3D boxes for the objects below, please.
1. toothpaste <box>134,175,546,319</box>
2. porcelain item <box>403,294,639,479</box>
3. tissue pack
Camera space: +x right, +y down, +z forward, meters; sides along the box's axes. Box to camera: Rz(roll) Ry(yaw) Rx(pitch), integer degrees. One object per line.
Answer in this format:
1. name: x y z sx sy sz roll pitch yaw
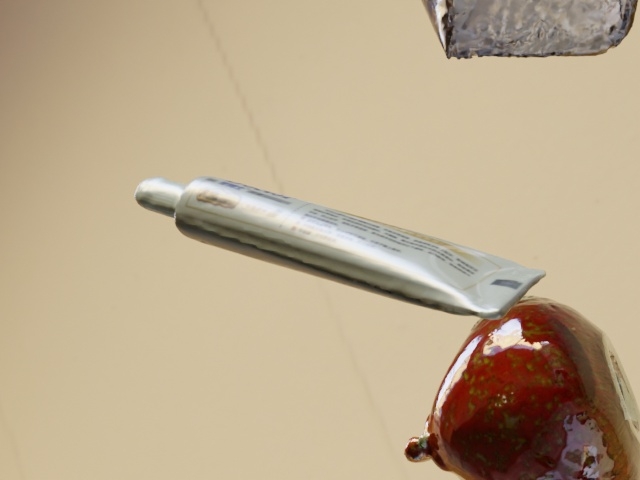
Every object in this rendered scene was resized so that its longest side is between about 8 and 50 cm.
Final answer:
1. toothpaste: 0.000 0.000 0.862 0.255 0.067 0.037 15 -62 30
2. porcelain item: 0.195 0.182 1.543 0.253 0.253 0.253 14 -71 46
3. tissue pack: 0.183 -0.354 1.554 0.370 0.198 0.210 -105 -168 -55
